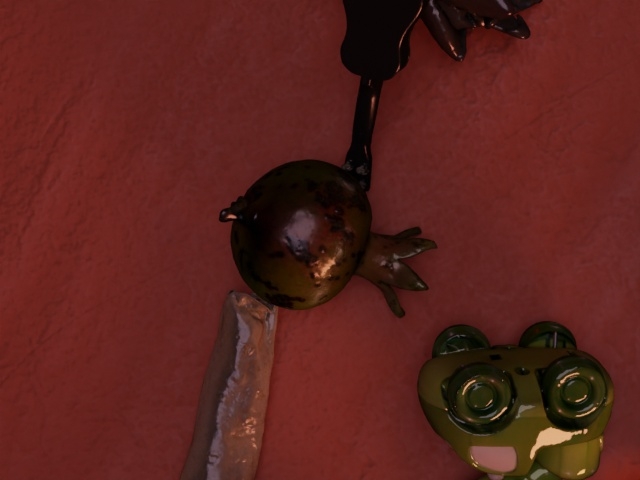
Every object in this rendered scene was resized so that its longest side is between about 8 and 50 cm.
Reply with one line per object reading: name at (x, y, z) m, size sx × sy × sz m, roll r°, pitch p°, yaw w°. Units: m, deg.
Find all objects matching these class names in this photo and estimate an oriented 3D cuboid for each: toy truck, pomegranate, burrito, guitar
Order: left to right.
burrito at (-0.098, 0.183, 1.234) m, size 0.082 × 0.059 × 0.275 m, roll 10°, pitch 88°, yaw -1°
pomegranate at (0.009, 0.006, 1.190) m, size 0.220 × 0.156 × 0.156 m, roll 23°, pitch 89°, yaw 2°
guitar at (0.048, -0.154, 1.171) m, size 0.084 × 0.038 × 0.271 m, roll 18°, pitch 126°, yaw 12°
toy truck at (0.204, 0.184, 1.168) m, size 0.187 × 0.148 × 0.211 m, roll -18°, pitch 105°, yaw 1°

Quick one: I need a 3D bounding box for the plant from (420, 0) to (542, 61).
plant at (0.083, -0.319, 1.187) m, size 0.320 × 0.181 × 0.194 m, roll 24°, pitch 89°, yaw 11°
